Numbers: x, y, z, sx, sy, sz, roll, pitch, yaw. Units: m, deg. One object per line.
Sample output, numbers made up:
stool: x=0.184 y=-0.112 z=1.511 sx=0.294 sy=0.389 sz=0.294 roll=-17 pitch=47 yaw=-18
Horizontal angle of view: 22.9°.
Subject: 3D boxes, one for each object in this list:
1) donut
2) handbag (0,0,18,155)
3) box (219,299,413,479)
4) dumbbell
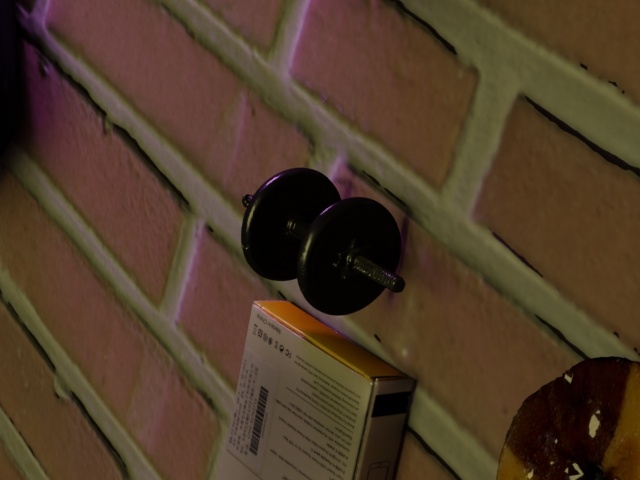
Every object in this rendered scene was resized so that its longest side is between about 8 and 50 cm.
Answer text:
donut: x=0.132 y=0.120 z=0.708 sx=0.140 sy=0.059 sz=0.140 roll=-39 pitch=45 yaw=52
handbag: x=-0.329 y=-0.178 z=1.263 sx=0.178 sy=0.275 sz=0.302 roll=-13 pitch=74 yaw=7
box: x=-0.017 y=0.170 z=0.947 sx=0.129 sy=0.033 sz=0.247 roll=30 pitch=115 yaw=48
dumbbell: x=0.000 y=0.000 z=0.888 sx=0.147 sy=0.069 sz=0.069 roll=31 pitch=115 yaw=49
